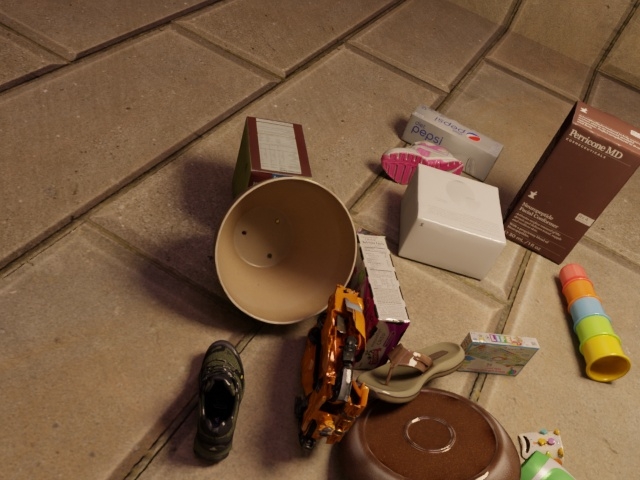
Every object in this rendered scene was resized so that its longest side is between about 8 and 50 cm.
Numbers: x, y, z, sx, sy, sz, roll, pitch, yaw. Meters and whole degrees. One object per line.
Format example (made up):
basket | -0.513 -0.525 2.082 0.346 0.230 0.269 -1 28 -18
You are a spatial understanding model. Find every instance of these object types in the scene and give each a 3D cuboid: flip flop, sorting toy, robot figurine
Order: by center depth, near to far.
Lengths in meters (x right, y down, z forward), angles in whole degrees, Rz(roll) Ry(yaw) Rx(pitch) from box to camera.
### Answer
robot figurine | 0.024 0.225 1.109 0.085 0.211 0.291 20 35 -13
flip flop | 0.171 0.228 1.172 0.277 0.080 0.112 -14 20 -38
sorting toy | 0.424 0.397 1.208 0.075 0.045 0.083 0 42 5

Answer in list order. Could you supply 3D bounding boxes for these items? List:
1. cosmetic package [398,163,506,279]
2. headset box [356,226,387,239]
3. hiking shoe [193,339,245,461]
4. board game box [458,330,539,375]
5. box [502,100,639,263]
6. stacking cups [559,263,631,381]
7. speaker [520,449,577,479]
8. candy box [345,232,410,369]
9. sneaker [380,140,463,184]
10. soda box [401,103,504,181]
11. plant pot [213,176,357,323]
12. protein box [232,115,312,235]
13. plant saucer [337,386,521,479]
cosmetic package | 0.322 -0.048 1.562 0.224 0.138 0.225 17 40 -5
headset box | 0.111 0.007 1.498 0.083 0.032 0.062 24 41 2
hiking shoe | -0.164 0.250 1.064 0.086 0.114 0.227 9 42 -14
board game box | 0.360 0.236 1.298 0.154 0.103 0.026 8 42 -14
box | 0.636 -0.138 1.599 0.191 0.381 0.143 28 42 8
stacking cups | 0.636 0.186 1.491 0.096 0.096 0.316 14 36 -8
speaker | 0.441 0.498 1.035 0.131 0.131 0.296 -26 59 -40
candy box | 0.099 0.122 1.275 0.071 0.159 0.233 7 42 -16
sneaker | 0.275 -0.225 1.773 0.252 0.103 0.111 4 39 -27
soda box | 0.396 -0.296 1.889 0.286 0.098 0.091 30 41 10
plant pot | -0.093 0.005 1.275 0.284 0.284 0.191 1 10 -21
protein box | -0.117 -0.138 1.434 0.135 0.200 0.201 6 43 -16
plant saucer | 0.184 0.345 1.068 0.310 0.050 0.311 -1 25 0
